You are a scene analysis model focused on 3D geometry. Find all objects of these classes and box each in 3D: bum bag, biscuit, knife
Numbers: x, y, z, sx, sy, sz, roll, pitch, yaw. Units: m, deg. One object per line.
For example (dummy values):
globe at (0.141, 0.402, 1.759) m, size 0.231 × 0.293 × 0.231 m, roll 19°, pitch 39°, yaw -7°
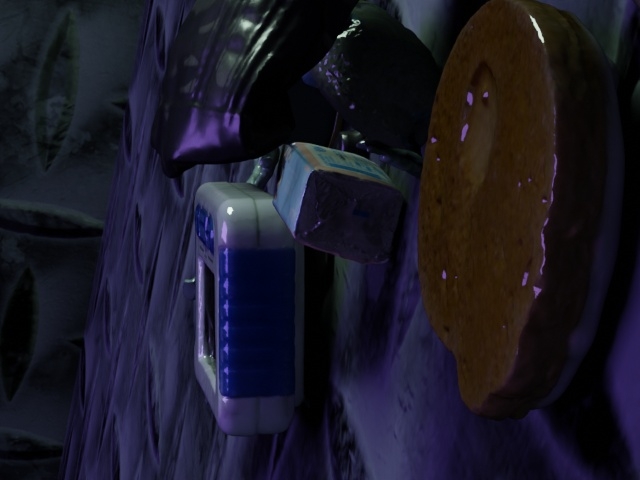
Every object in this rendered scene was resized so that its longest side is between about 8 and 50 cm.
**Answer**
bum bag at (-0.005, -0.178, 1.056) m, size 0.144 × 0.095 × 0.340 m, roll 2°, pitch 59°, yaw 59°
biscuit at (0.094, -0.022, 0.835) m, size 0.208 × 0.049 × 0.181 m, roll -112°, pitch 32°, yaw -67°
knife at (0.000, 0.000, 1.360) m, size 0.245 × 0.019 × 0.072 m, roll 113°, pitch 157°, yaw -59°

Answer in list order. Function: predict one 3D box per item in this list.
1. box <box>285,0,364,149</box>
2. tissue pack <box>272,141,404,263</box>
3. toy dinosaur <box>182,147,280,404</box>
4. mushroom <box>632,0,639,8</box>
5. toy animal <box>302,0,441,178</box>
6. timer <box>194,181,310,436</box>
box at (-0.034, -0.157, 1.444) m, size 0.201 × 0.090 × 0.144 m, roll -125°, pitch 44°, yaw -72°
tissue pack at (0.012, -0.026, 1.178) m, size 0.094 × 0.074 × 0.059 m, roll -120°, pitch 47°, yaw -74°
toy dinosaur at (-0.075, 0.029, 1.597) m, size 0.167 × 0.053 × 0.242 m, roll -60°, pitch -23°, yaw -56°
mushroom at (0.146, -0.104, 0.578) m, size 0.312 × 0.081 × 0.100 m, roll -110°, pitch 25°, yaw -64°
toy animal at (0.039, -0.080, 1.066) m, size 0.253 × 0.079 × 0.070 m, roll -103°, pitch 20°, yaw -60°
timer at (-0.055, 0.047, 1.395) m, size 0.253 × 0.078 × 0.178 m, roll -145°, pitch 54°, yaw -79°
